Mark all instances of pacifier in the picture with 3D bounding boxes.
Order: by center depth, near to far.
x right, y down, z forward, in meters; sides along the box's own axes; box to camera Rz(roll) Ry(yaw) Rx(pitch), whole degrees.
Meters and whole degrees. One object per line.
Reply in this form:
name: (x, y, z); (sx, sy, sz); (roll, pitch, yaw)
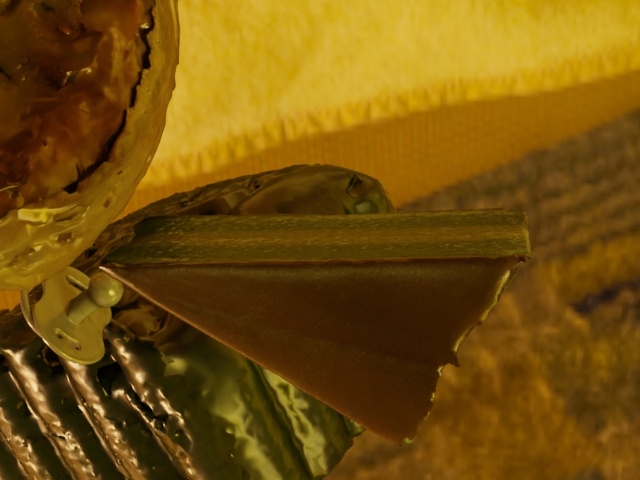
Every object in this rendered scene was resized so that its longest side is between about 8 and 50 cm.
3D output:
pacifier: (-0.160, 0.039, 1.152); (0.064, 0.068, 0.083); (-37, 28, 28)

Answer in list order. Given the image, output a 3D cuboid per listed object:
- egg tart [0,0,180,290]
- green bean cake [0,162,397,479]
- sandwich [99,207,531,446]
egg tart: (-0.197, -0.099, 0.702); (0.290, 0.115, 0.290); (6, 76, -26)
green bean cake: (-0.110, 0.074, 1.398); (0.335, 0.218, 0.319); (-10, 26, 38)
sandwich: (0.000, 0.000, 0.570); (0.116, 0.074, 0.074); (30, 15, -4)
